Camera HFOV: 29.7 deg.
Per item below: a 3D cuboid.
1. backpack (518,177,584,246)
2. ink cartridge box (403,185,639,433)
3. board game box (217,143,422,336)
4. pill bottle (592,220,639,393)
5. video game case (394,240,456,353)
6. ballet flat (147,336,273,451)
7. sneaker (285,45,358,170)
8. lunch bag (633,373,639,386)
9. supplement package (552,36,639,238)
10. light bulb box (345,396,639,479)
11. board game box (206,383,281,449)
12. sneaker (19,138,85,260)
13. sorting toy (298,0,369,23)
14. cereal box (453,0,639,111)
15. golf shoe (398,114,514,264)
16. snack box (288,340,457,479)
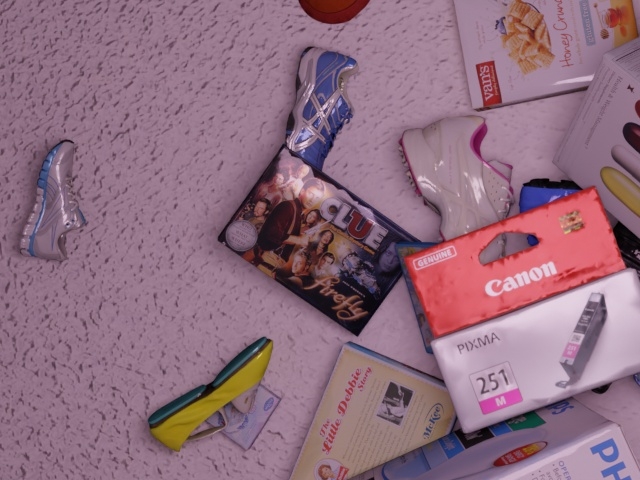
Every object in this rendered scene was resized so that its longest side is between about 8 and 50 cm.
[{"bbox_3d":[0.319,-0.035,1.637,0.098,0.120,0.101,0,88,12],"label":"backpack"},{"bbox_3d":[0.269,0.087,1.540,0.275,0.060,0.239,-21,88,8],"label":"ink cartridge box"},{"bbox_3d":[0.000,0.000,1.709,0.243,0.042,0.165,34,95,-7],"label":"board game box"},{"bbox_3d":[0.384,0.084,1.614,0.123,0.123,0.219,32,94,13],"label":"pill bottle"},{"bbox_3d":[0.163,0.082,1.655,0.015,0.119,0.166,-25,104,-30],"label":"video game case"},{"bbox_3d":[-0.143,0.227,1.739,0.231,0.077,0.077,-36,98,12],"label":"ballet flat"},{"bbox_3d":[0.002,-0.174,1.740,0.081,0.080,0.211,7,90,17],"label":"sneaker"},{"bbox_3d":[0.528,0.138,1.594,0.176,0.090,0.219,31,94,14],"label":"lunch bag"},{"bbox_3d":[0.441,-0.127,1.535,0.149,0.194,0.203,-27,60,-33],"label":"supplement package"},{"bbox_3d":[0.209,0.366,1.481,0.361,0.358,0.225,-25,90,-1],"label":"light bulb box"},{"bbox_3d":[-0.118,0.245,1.773,0.090,0.020,0.090,34,94,15],"label":"board game box"},{"bbox_3d":[-0.390,-0.057,1.837,0.083,0.071,0.191,17,99,7],"label":"sneaker"},{"bbox_3d":[-0.069,-0.474,1.752,0.127,0.126,0.365,-41,80,8],"label":"sorting toy"},{"bbox_3d":[0.315,-0.286,1.679,0.240,0.047,0.173,-11,87,16],"label":"cereal box"},{"bbox_3d":[0.219,-0.033,1.668,0.140,0.115,0.306,-24,83,6],"label":"golf shoe"},{"bbox_3d":[0.061,0.325,1.705,0.187,0.060,0.322,22,92,11],"label":"snack box"}]
